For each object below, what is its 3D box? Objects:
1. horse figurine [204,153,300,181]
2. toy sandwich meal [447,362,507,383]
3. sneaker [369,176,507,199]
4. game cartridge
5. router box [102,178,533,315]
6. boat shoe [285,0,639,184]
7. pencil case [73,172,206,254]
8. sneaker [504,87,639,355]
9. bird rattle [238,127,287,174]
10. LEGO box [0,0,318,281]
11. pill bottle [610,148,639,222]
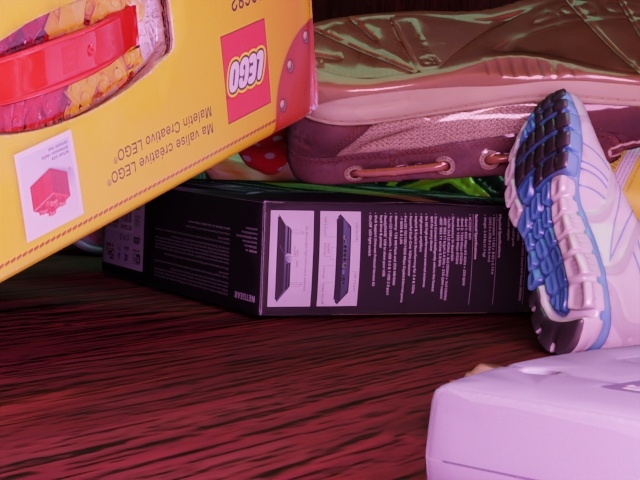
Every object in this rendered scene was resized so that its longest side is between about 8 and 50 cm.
[{"bbox_3d":[-0.044,-0.088,1.531,0.263,0.066,0.174,-21,47,-26],"label":"horse figurine"},{"bbox_3d":[0.093,0.073,0.720,0.086,0.029,0.085,13,0,0],"label":"toy sandwich meal"},{"bbox_3d":[0.075,-0.027,1.617,0.385,0.145,0.147,2,-30,46],"label":"sneaker"},{"bbox_3d":[0.184,0.072,0.610,0.196,0.060,0.294,11,9,44],"label":"game cartridge"},{"bbox_3d":[0.000,0.000,1.288,0.243,0.081,0.309,0,5,-26],"label":"router box"},{"bbox_3d":[0.142,-0.086,1.174,0.342,0.123,0.123,-5,37,-10],"label":"boat shoe"},{"bbox_3d":[-0.183,-0.050,1.657,0.124,0.113,0.273,-7,3,2],"label":"pencil case"},{"bbox_3d":[0.168,-0.007,1.055,0.083,0.190,0.071,12,-35,-24],"label":"sneaker"},{"bbox_3d":[-0.121,-0.106,1.329,0.207,0.143,0.253,-14,-4,19],"label":"bird rattle"},{"bbox_3d":[-0.282,-0.105,0.942,0.372,0.193,0.500,5,21,28],"label":"LEGO box"},{"bbox_3d":[0.270,-0.007,1.233,0.184,0.103,0.103,23,10,16],"label":"pill bottle"}]
